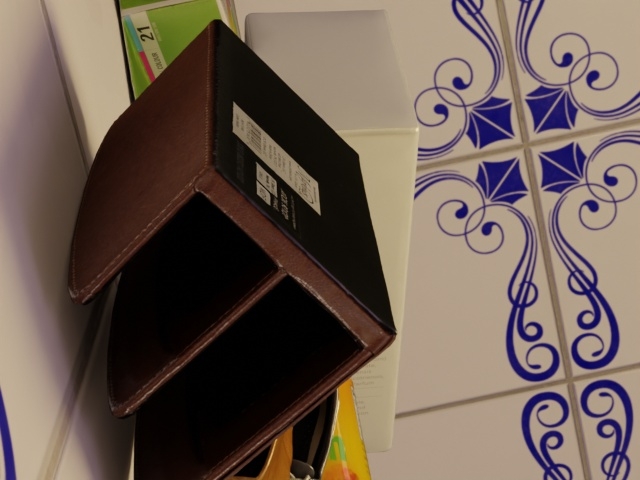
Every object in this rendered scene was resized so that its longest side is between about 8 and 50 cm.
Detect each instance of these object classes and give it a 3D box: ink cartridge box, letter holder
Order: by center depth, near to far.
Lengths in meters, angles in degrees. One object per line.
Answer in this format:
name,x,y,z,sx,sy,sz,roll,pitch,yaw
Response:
letter holder,-0.090,0.017,1.083,0.152,0.214,0.302,43,15,-18
ink cartridge box,-0.124,-0.172,1.569,0.189,0.097,0.255,74,4,-66

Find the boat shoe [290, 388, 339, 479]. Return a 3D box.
boat shoe,-0.035,0.192,1.372,0.065,0.075,0.206,-41,-157,52

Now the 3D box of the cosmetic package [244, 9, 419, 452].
cosmetic package,0.000,0.000,1.810,0.230,0.161,0.453,-100,-171,-50

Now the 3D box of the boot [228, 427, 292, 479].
boot,-0.056,0.094,1.278,0.211,0.104,0.295,103,-12,-55

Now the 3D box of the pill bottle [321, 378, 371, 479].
pill bottle,-0.030,0.179,1.509,0.136,0.136,0.245,73,5,-64
